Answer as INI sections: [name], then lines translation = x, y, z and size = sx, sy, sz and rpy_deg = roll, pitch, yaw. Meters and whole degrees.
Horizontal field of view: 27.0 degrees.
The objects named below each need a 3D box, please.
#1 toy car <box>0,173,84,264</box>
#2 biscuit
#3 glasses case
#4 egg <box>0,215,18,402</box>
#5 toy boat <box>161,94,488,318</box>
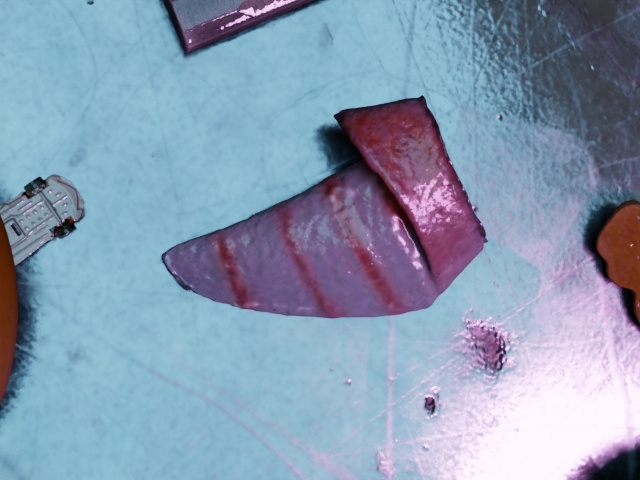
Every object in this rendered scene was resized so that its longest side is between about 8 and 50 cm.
[toy car]
translation = -0.273, -0.013, 1.210
size = 0.122, 0.035, 0.059
rpy_deg = -36, 94, -16
[biscuit]
translation = 0.374, 0.046, 1.276
size = 0.236, 0.040, 0.144
rpy_deg = 34, 109, 9
[glasses case]
translation = -0.045, -0.248, 1.245
size = 0.205, 0.047, 0.071
rpy_deg = -24, 93, -9
[egg]
translation = -0.386, 0.057, 1.066
size = 0.282, 0.282, 0.351
rpy_deg = -1, 95, -9
[toy boat]
translation = 0.000, 0.000, 1.235
size = 0.282, 0.096, 0.206
rpy_deg = -24, 107, 1
